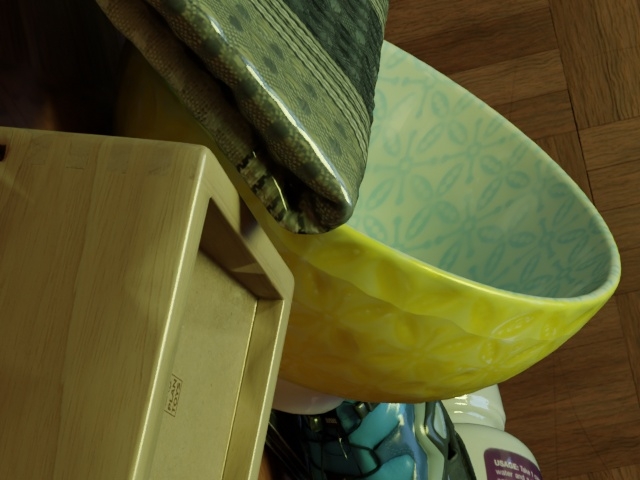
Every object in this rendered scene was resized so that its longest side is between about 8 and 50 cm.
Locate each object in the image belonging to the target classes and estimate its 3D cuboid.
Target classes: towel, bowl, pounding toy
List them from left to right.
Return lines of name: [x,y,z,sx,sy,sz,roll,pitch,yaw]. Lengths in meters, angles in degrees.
towel: [-0.091,-0.168,0.558,0.324,0.056,0.312,48,19,-15]
pounding toy: [-0.078,0.093,0.490,0.181,0.094,0.206,60,38,-67]
bowl: [0.000,0.000,0.791,0.156,0.289,0.289,-59,-168,25]

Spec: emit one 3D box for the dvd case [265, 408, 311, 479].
dvd case: [-0.040,0.065,1.002,0.221,0.018,0.165,63,17,-61]

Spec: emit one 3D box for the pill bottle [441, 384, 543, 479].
pill bottle: [0.113,0.261,1.210,0.169,0.169,0.302,66,14,-53]

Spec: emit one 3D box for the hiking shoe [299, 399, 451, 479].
hiking shoe: [0.003,0.078,0.950,0.132,0.113,0.304,2,81,-46]

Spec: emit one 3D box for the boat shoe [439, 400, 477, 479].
boat shoe: [0.054,0.183,1.086,0.113,0.127,0.340,60,17,-60]
